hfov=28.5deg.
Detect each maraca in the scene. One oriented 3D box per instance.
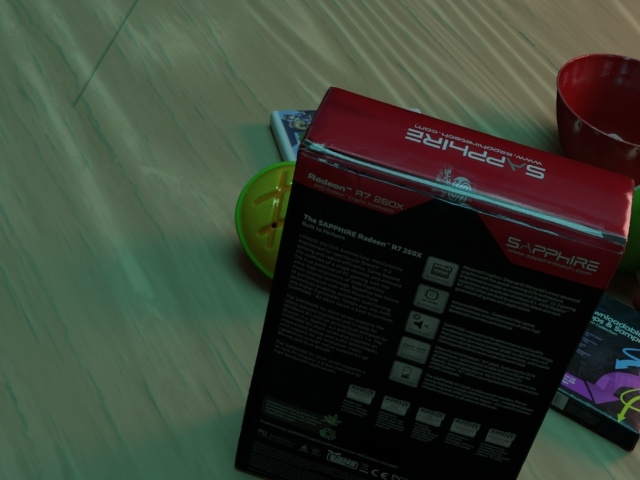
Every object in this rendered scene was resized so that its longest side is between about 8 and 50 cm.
[{"bbox_3d":[0.000,0.000,1.250,0.186,0.099,0.127,41,75,5],"label":"maraca"}]

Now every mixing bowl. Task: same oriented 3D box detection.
[{"bbox_3d":[0.350,-0.129,1.480,0.182,0.098,0.181,8,42,-7],"label":"mixing bowl"}]

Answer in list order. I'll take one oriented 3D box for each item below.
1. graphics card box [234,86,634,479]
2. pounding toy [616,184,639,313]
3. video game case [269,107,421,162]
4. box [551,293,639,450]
[{"bbox_3d":[0.073,0.075,0.981,0.233,0.370,0.094,17,42,5],"label":"graphics card box"},{"bbox_3d":[0.395,0.012,1.307,0.237,0.183,0.110,-4,66,-23],"label":"pounding toy"},{"bbox_3d":[0.054,-0.077,1.403,0.184,0.023,0.201,-3,45,-18],"label":"video game case"},{"bbox_3d":[0.285,0.122,1.242,0.116,0.029,0.162,28,42,15],"label":"box"}]
